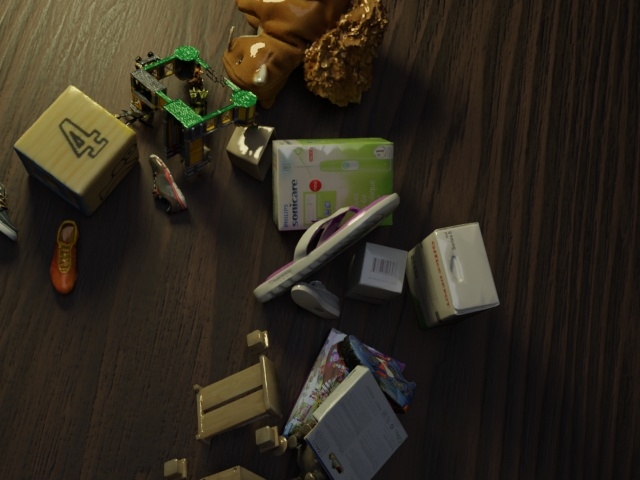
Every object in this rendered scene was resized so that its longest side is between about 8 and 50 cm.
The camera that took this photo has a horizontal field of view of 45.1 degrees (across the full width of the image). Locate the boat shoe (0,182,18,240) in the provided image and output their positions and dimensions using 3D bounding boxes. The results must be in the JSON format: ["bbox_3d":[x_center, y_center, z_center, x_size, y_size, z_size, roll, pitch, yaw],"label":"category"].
[{"bbox_3d":[-0.753,-0.085,1.794,0.183,0.065,0.083,43,74,3],"label":"boat shoe"}]

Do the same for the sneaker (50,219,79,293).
[{"bbox_3d":[-0.598,0.037,1.791,0.064,0.067,0.175,0,78,-12],"label":"sneaker"}]

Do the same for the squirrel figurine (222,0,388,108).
[{"bbox_3d":[-0.042,-0.494,1.924,0.397,0.281,0.370,29,79,1],"label":"squirrel figurine"}]

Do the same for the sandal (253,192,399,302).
[{"bbox_3d":[-0.003,0.000,1.792,0.416,0.169,0.102,-37,85,9],"label":"sandal"}]

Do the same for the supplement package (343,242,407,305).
[{"bbox_3d":[0.130,0.084,1.849,0.105,0.179,0.105,12,74,-7],"label":"supplement package"}]

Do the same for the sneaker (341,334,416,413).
[{"bbox_3d":[0.135,0.302,1.797,0.221,0.083,0.087,48,59,-2],"label":"sneaker"}]

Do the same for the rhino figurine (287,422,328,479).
[{"bbox_3d":[-0.020,0.522,1.702,0.073,0.106,0.243,-4,82,25],"label":"rhino figurine"}]

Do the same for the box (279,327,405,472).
[{"bbox_3d":[0.050,0.382,1.824,0.201,0.057,0.293,28,73,-2],"label":"box"}]

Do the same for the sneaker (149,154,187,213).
[{"bbox_3d":[-0.387,-0.136,1.877,0.065,0.061,0.158,-30,82,-9],"label":"sneaker"}]

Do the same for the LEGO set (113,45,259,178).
[{"bbox_3d":[-0.319,-0.303,1.883,0.331,0.192,0.255,34,52,19],"label":"LEGO set"}]

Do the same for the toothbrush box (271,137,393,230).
[{"bbox_3d":[0.027,-0.141,1.881,0.283,0.122,0.206,-2,104,-9],"label":"toothbrush box"}]

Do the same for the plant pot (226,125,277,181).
[{"bbox_3d":[-0.173,-0.226,1.917,0.096,0.109,0.109,19,73,9],"label":"plant pot"}]

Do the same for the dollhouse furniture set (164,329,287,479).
[{"bbox_3d":[-0.200,0.434,1.759,0.303,0.174,0.355,-25,48,18],"label":"dollhouse furniture set"}]

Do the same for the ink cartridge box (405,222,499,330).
[{"bbox_3d":[0.302,0.092,1.829,0.115,0.273,0.198,-10,78,-12],"label":"ink cartridge box"}]

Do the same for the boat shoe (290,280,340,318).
[{"bbox_3d":[-0.007,0.130,1.831,0.184,0.066,0.063,34,53,-44],"label":"boat shoe"}]

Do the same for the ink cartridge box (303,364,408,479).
[{"bbox_3d":[0.074,0.434,1.721,0.224,0.045,0.223,-42,116,-29],"label":"ink cartridge box"}]

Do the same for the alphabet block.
[{"bbox_3d":[-0.559,-0.203,1.795,0.193,0.192,0.197,37,72,-1],"label":"alphabet block"}]
